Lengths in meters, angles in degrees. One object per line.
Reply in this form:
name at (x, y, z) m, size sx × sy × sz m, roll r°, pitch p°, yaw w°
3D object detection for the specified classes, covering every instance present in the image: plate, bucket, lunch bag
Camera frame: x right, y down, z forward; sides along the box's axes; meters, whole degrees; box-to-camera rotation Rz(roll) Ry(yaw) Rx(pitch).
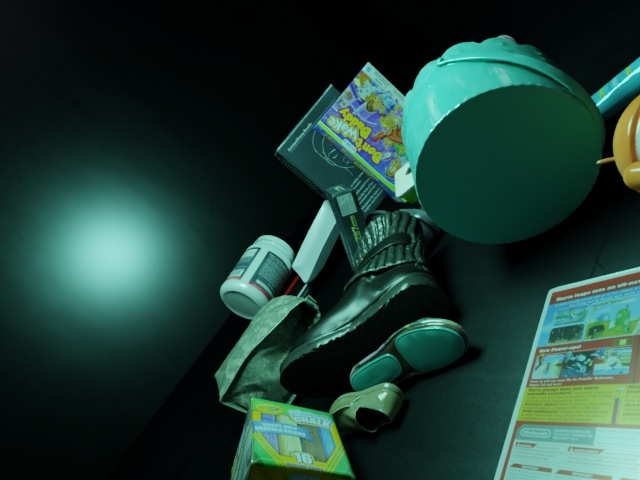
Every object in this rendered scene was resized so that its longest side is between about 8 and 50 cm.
plate at (0.000, 0.000, 1.547) m, size 0.278 × 0.045 × 0.277 m, roll -64°, pitch 14°, yaw 1°
bucket at (0.258, -0.143, 0.678) m, size 0.281 × 0.281 × 0.183 m, roll -44°, pitch 21°, yaw 32°
lunch bag at (-0.105, 0.260, 1.074) m, size 0.287 × 0.169 × 0.235 m, roll -57°, pitch 11°, yaw -12°

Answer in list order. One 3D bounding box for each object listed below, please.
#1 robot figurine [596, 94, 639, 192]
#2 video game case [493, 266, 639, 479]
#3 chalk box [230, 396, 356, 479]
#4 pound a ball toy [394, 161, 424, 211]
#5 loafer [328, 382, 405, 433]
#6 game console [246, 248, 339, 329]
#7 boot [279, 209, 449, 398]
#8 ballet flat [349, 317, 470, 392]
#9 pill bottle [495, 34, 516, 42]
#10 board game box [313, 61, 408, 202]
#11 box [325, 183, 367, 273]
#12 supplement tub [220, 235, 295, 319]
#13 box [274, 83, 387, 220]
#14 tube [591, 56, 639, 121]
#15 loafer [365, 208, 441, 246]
robot figurine at (0.372, -0.099, 0.410) m, size 0.158 × 0.128 × 0.219 m, roll -66°, pitch 12°, yaw -3°
video game case at (0.251, 0.135, 0.376) m, size 0.285 × 0.025 × 0.204 m, roll -57°, pitch 11°, yaw -30°
chalk box at (-0.050, 0.315, 0.635) m, size 0.213 × 0.132 × 0.133 m, roll -139°, pitch 64°, yaw -80°
pound a ball toy at (0.275, -0.205, 0.914) m, size 0.319 × 0.208 × 0.136 m, roll -42°, pitch 27°, yaw 38°
loafer at (0.060, 0.257, 0.677) m, size 0.148 × 0.056 × 0.050 m, roll -43°, pitch 6°, yaw 36°
game console at (-0.105, 0.206, 1.627) m, size 0.387 × 0.060 × 0.342 m, roll -55°, pitch 17°, yaw -24°
boot at (0.070, 0.115, 0.850) m, size 0.348 × 0.131 × 0.260 m, roll -36°, pitch 26°, yaw 16°
ballet flat at (0.132, 0.166, 0.681) m, size 0.221 × 0.077 × 0.079 m, roll -44°, pitch -7°, yaw 36°
pill bottle at (0.549, -0.562, 1.426) m, size 0.160 × 0.087 × 0.087 m, roll -55°, pitch 11°, yaw -25°
board game box at (0.187, -0.310, 1.348) m, size 0.233 × 0.347 × 0.078 m, roll -51°, pitch 11°, yaw -4°
box at (0.080, -0.017, 1.106) m, size 0.059 × 0.233 × 0.183 m, roll -19°, pitch 12°, yaw 0°
supplement tub at (-0.221, 0.132, 1.653) m, size 0.191 × 0.191 × 0.272 m, roll -39°, pitch 16°, yaw 48°
box at (0.076, -0.294, 1.634) m, size 0.293 × 0.395 × 0.212 m, roll -50°, pitch 10°, yaw -2°
tube at (0.448, -0.213, 0.732) m, size 0.080 × 0.052 × 0.207 m, roll -49°, pitch 2°, yaw -36°
loafer at (0.163, -0.010, 1.071) m, size 0.095 × 0.109 × 0.302 m, roll -57°, pitch 14°, yaw -13°
